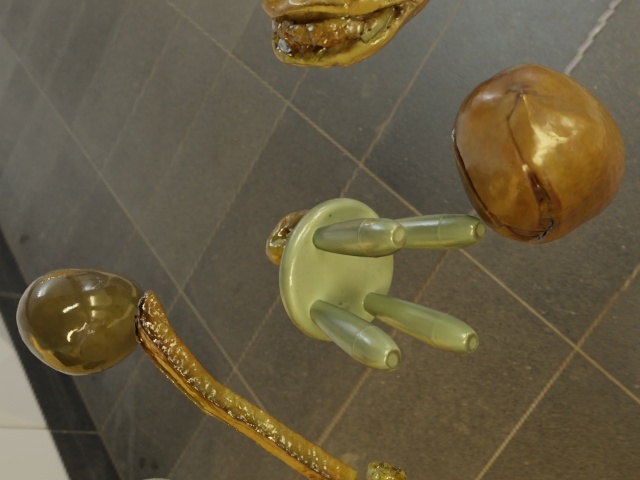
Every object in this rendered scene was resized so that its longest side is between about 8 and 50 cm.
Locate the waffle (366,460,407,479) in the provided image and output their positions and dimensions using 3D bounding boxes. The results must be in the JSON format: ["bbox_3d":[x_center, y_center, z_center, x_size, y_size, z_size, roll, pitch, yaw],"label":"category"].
[{"bbox_3d":[0.131,0.399,0.986,0.060,0.280,0.262,-24,73,2],"label":"waffle"}]

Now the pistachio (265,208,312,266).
[{"bbox_3d":[0.001,-0.003,1.294,0.100,0.189,0.110,-51,42,49],"label":"pistachio"}]

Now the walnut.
[{"bbox_3d":[0.258,-0.109,0.943,0.203,0.298,0.203,-9,65,19],"label":"walnut"}]

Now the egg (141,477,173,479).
[{"bbox_3d":[-0.273,0.453,1.226,0.209,0.151,0.151,-21,64,32],"label":"egg"}]

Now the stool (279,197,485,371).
[{"bbox_3d":[0.076,0.052,0.995,0.198,0.195,0.196,13,103,51],"label":"stool"}]

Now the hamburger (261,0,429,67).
[{"bbox_3d":[0.044,-0.371,1.173,0.259,0.145,0.283,18,53,35],"label":"hamburger"}]

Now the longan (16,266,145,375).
[{"bbox_3d":[-0.350,0.116,1.161,0.189,0.189,0.189,-14,69,41],"label":"longan"}]

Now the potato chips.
[{"bbox_3d":[-0.052,0.113,0.536,0.037,0.204,0.026,-53,11,-29],"label":"potato chips"}]
